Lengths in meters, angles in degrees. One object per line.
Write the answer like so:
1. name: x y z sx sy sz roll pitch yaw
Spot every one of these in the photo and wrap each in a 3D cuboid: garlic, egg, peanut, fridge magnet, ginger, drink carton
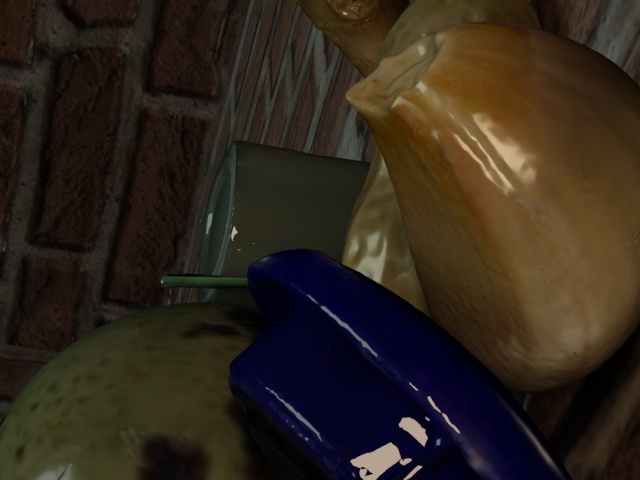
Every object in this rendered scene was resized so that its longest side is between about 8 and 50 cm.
1. garlic: 0.103 -0.005 0.696 0.245 0.164 0.145 78 -150 -48
2. egg: -0.097 0.220 1.061 0.428 0.344 0.345 -79 1 -82
3. peanut: 0.090 -0.059 0.932 0.130 0.130 0.290 148 133 -75
4. fridge magnet: 0.047 0.115 0.717 0.112 0.265 0.265 -40 5 -12
5. ginger: 0.047 -0.149 1.069 0.295 0.086 0.131 64 -171 4
6. drink carton: 0.000 0.000 1.173 0.185 0.189 0.191 131 147 -61

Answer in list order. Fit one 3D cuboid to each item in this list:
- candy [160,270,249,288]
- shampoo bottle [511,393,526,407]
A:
1. candy: -0.008 0.037 1.053 0.073 0.262 0.077 -32 -59 -64
2. shampoo bottle: 0.123 0.020 0.828 0.072 0.072 0.214 -126 47 -75
